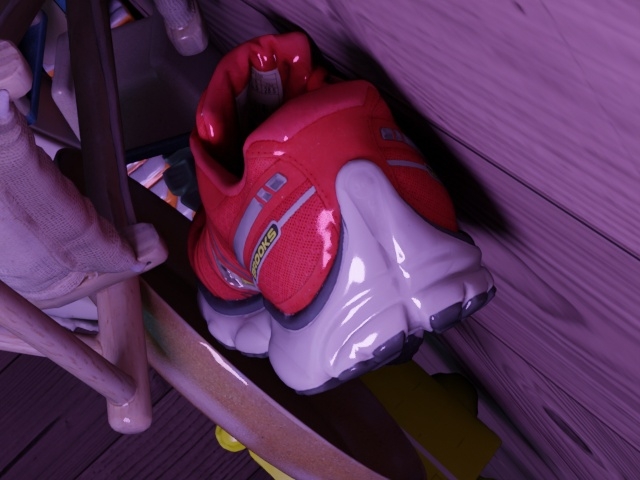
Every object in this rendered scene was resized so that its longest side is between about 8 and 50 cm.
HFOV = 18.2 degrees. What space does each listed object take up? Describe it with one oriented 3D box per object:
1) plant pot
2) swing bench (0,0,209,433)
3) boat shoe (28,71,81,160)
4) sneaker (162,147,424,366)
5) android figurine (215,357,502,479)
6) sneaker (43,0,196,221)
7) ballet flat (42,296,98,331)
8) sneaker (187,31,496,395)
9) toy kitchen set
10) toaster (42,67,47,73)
[{"bbox_3d":[-0.046,0.046,0.954,0.236,0.032,0.236,42,-174,-5],"label":"plant pot"},{"bbox_3d":[-0.147,-0.083,0.749,0.165,0.255,0.253,8,166,13],"label":"swing bench"},{"bbox_3d":[-0.132,-0.021,1.295,0.335,0.095,0.112,27,-150,-43],"label":"boat shoe"},{"bbox_3d":[0.000,0.000,1.054,0.191,0.071,0.083,47,-170,34],"label":"sneaker"},{"bbox_3d":[0.015,0.098,1.152,0.248,0.056,0.273,42,-163,4],"label":"android figurine"},{"bbox_3d":[-0.094,-0.062,1.190,0.083,0.084,0.215,43,-164,-51],"label":"sneaker"},{"bbox_3d":[-0.137,0.018,1.541,0.409,0.147,0.147,16,-163,-40],"label":"ballet flat"},{"bbox_3d":[-0.004,-0.024,0.776,0.118,0.107,0.279,66,170,-7],"label":"sneaker"},{"bbox_3d":[-0.116,-0.116,1.088,0.122,0.166,0.207,52,-150,-46],"label":"toy kitchen set"},{"bbox_3d":[-0.231,-0.161,1.343,0.227,0.129,0.146,49,178,-14],"label":"toaster"}]
